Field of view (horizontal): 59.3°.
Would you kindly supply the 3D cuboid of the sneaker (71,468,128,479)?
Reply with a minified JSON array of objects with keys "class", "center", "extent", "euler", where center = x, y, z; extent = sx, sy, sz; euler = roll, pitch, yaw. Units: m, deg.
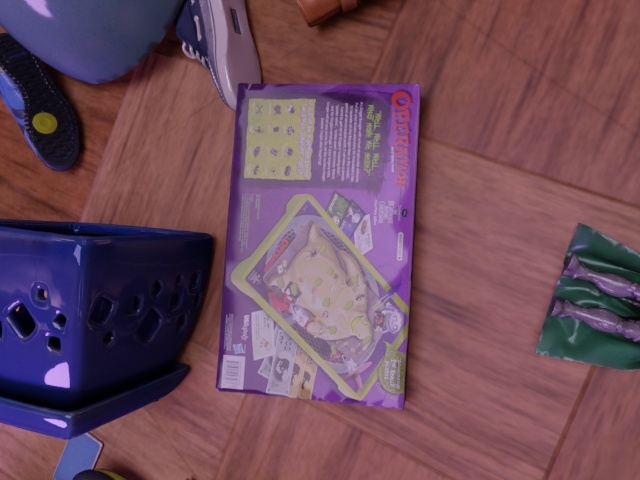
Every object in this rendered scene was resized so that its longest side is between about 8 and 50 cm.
[{"class":"sneaker","center":[-0.244,0.410,0.633],"extent":[0.111,0.121,0.300],"euler":[-34,64,19]}]

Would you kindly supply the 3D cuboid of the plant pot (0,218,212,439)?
[{"class":"plant pot","center":[-0.284,0.087,0.647],"extent":[0.236,0.236,0.212],"euler":[6,93,20]}]

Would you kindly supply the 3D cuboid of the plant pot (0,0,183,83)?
[{"class":"plant pot","center":[-0.329,-0.367,0.689],"extent":[0.290,0.195,0.290],"euler":[-4,81,29]}]

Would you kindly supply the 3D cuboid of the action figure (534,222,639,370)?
[{"class":"action figure","center":[0.334,0.080,0.509],"extent":[0.232,0.063,0.137],"euler":[19,89,17]}]

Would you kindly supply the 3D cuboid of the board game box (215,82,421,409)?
[{"class":"board game box","center":[0.000,0.000,0.625],"extent":[0.208,0.056,0.346],"euler":[3,87,14]}]

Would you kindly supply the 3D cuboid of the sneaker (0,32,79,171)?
[{"class":"sneaker","center":[-0.408,-0.188,0.807],"extent":[0.082,0.069,0.209],"euler":[-30,88,57]}]

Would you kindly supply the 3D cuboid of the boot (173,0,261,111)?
[{"class":"boot","center":[-0.133,-0.240,0.709],"extent":[0.086,0.069,0.190],"euler":[-15,78,32]}]

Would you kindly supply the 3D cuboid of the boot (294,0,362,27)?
[{"class":"boot","center":[0.026,-0.406,0.647],"extent":[0.220,0.109,0.283],"euler":[-26,85,20]}]

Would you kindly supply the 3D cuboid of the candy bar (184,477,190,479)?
[{"class":"candy bar","center":[-0.200,0.360,0.703],"extent":[0.040,0.018,0.161],"euler":[45,102,17]}]

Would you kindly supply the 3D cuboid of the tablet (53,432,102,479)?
[{"class":"tablet","center":[-0.328,0.298,0.761],"extent":[0.054,0.006,0.083],"euler":[25,95,20]}]
